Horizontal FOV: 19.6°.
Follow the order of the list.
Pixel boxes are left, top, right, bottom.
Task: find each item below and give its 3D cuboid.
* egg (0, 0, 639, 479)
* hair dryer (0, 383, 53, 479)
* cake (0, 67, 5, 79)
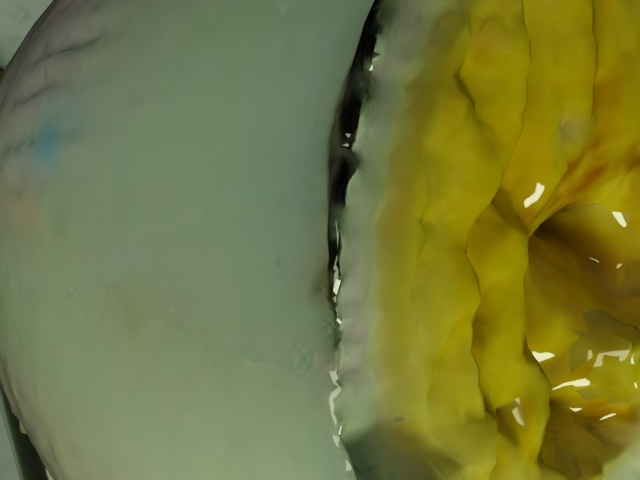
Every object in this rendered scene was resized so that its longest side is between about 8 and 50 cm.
[{"bbox_3d":[0.000,0.000,0.819,0.340,0.354,0.354,4,114,43],"label":"egg"},{"bbox_3d":[-0.059,0.194,1.042,0.284,0.156,0.320,-1,103,38],"label":"hair dryer"},{"bbox_3d":[-0.207,-0.070,1.037,0.084,0.084,0.044,4,111,25],"label":"cake"}]
